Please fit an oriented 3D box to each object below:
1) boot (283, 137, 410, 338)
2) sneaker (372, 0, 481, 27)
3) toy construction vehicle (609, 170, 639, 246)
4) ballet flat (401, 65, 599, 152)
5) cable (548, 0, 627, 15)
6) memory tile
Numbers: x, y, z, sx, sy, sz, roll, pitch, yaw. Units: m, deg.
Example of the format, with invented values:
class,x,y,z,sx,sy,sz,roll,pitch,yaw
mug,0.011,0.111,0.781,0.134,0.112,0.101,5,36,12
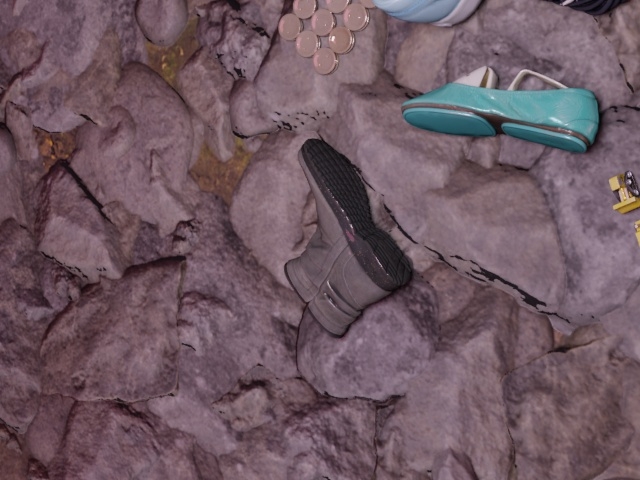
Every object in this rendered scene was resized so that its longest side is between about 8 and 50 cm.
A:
class,x,y,z,sx,sy,sz,roll,pitch,yaw
boot,0.000,0.000,1.405,0.161,0.083,0.246,-38,74,34
sneaker,0.157,-0.414,1.187,0.135,0.150,0.366,38,124,37
toy construction vehicle,0.373,-0.039,1.185,0.086,0.035,0.098,-26,75,48
ballet flat,0.221,-0.166,1.266,0.247,0.083,0.087,12,77,29
cable,0.292,-0.341,1.170,0.150,0.047,0.184,33,139,27
memory tile,0.014,-0.309,1.403,0.113,0.012,0.148,46,114,19
